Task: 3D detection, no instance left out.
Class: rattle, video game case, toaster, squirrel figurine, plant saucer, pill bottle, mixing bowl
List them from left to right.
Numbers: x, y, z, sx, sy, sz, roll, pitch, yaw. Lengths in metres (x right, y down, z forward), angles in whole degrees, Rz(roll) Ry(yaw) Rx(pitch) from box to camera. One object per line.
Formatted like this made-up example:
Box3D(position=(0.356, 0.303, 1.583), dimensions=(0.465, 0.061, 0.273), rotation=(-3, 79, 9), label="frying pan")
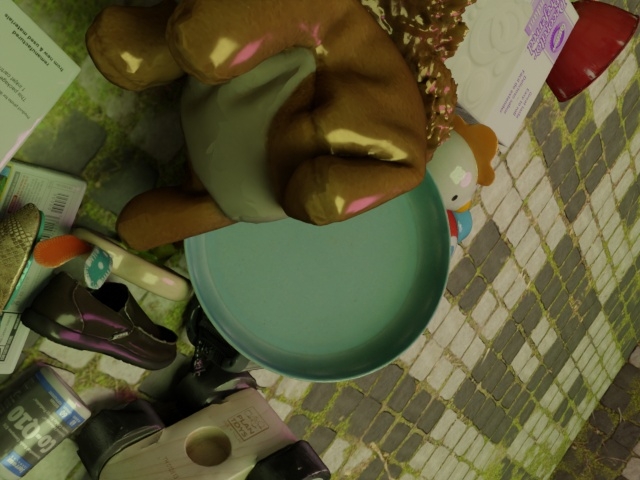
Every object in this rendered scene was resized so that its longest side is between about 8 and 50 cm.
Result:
Box3D(position=(-0.354, 0.021, 0.658), dimensions=(0.206, 0.026, 0.227), rotation=(15, 103, -50), label="video game case")
Box3D(position=(-0.329, 0.210, 0.760), dimensions=(0.137, 0.078, 0.078), rotation=(-43, 138, -19), label="pill bottle")
Box3D(position=(-0.185, -0.014, 0.715), dimensions=(0.143, 0.130, 0.199), rotation=(-46, 154, 0), label="rattle")
Box3D(position=(-0.072, 0.080, 0.910), dimensions=(0.146, 0.129, 0.227), rotation=(9, 105, -51), label="toaster")
Box3D(position=(-0.024, -0.222, 0.644), dimensions=(0.397, 0.281, 0.370), rotation=(-23, 102, -39), label="squirrel figurine")
Box3D(position=(0.000, 0.000, 0.798), dimensions=(0.317, 0.043, 0.318), rotation=(3, 82, -20), label="plant saucer")
Box3D(position=(0.427, -0.333, 1.169), dimensions=(0.098, 0.181, 0.181), rotation=(36, 84, -6), label="mixing bowl")

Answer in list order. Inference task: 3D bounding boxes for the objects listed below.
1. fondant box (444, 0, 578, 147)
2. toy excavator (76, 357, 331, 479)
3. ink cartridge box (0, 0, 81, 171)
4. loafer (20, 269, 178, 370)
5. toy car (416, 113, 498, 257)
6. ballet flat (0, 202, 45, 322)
Box3D(position=(0.232, -0.309, 1.010), dimensions=(0.330, 0.096, 0.238), rotation=(23, 96, -52), label="fondant box")
Box3D(position=(-0.125, 0.384, 1.020), dimensions=(0.433, 0.222, 0.445), rotation=(-21, 141, -38), label="toy excavator")
Box3D(position=(-0.301, -0.081, 0.515), dimensions=(0.208, 0.153, 0.087), rotation=(-58, 136, -17), label="ink cartridge box")
Box3D(position=(-0.226, 0.090, 0.781), dimensions=(0.078, 0.080, 0.220), rotation=(-65, 152, -6), label="loafer")
Box3D(position=(0.148, -0.066, 0.920), dimensions=(0.219, 0.238, 0.210), rotation=(-30, 90, -39), label="toy car")
Box3D(position=(-0.321, 0.056, 0.643), dimensions=(0.067, 0.073, 0.206), rotation=(19, 97, -35), label="ballet flat")
